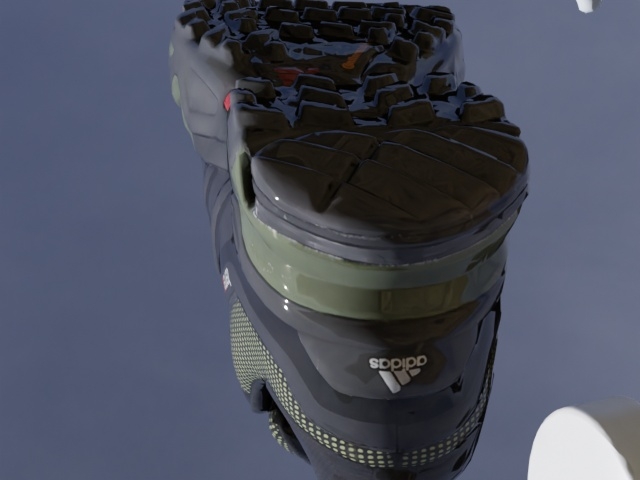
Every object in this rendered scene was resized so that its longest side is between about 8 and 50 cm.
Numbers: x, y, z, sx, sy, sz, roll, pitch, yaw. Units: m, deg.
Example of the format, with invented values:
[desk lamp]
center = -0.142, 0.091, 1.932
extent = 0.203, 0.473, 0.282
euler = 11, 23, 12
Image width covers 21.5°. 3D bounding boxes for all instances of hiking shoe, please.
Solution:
[hiking shoe]
center = 0.000, 0.000, 0.450
extent = 0.086, 0.114, 0.227
euler = 2, -162, -3

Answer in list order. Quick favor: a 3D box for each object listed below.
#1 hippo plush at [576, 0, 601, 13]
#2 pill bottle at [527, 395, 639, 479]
[hippo plush]
center = 0.060, -0.320, 0.996
extent = 0.294, 0.234, 0.236
euler = 14, -159, -43
[pill bottle]
center = 0.343, 0.168, 1.156
extent = 0.363, 0.210, 0.210
euler = -8, -123, -18
